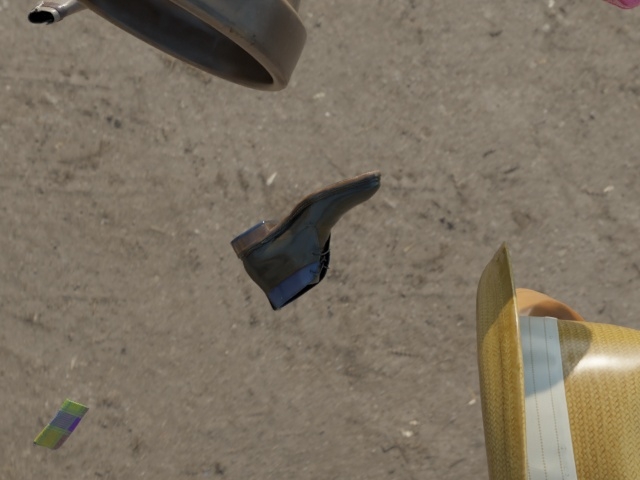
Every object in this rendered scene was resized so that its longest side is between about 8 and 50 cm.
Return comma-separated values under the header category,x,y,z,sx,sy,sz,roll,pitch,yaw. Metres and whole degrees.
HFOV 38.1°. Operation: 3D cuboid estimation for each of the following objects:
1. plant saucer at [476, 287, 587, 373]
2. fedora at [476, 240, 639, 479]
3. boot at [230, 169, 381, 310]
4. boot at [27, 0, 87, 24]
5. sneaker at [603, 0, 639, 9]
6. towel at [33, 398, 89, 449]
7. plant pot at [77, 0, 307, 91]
category,x,y,z,sx,sy,sz,roll,pitch,yaw
plant saucer,0.213,0.130,0.808,0.200,0.037,0.200,27,47,-33
fedora,0.110,0.092,0.368,0.079,0.194,0.194,-7,64,13
boot,0.000,0.000,1.146,0.106,0.219,0.082,64,25,6
boot,-0.350,-0.331,1.299,0.087,0.118,0.042,-55,129,-46
sneaker,0.084,-0.165,0.330,0.170,0.075,0.063,63,19,12
towel,-0.389,0.277,1.392,0.009,0.060,0.083,34,84,30
plant pot,-0.097,-0.293,0.838,0.263,0.263,0.229,28,87,-5
